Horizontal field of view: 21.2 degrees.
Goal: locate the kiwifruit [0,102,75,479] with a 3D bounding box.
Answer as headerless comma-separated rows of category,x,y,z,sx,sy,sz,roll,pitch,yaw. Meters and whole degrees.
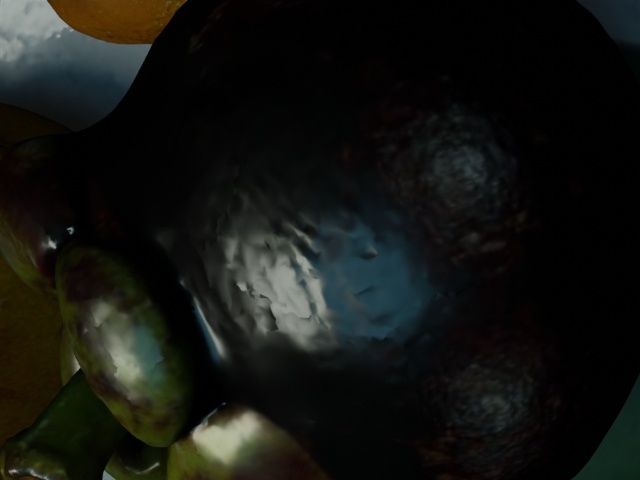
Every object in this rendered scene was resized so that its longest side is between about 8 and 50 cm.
kiwifruit,-0.195,0.043,0.941,0.196,0.196,0.234,26,118,6

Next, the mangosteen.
mangosteen,0.005,-0.006,0.808,0.313,0.297,0.297,6,112,2

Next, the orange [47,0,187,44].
orange,-0.089,-0.163,0.870,0.136,0.117,0.135,-17,61,34
